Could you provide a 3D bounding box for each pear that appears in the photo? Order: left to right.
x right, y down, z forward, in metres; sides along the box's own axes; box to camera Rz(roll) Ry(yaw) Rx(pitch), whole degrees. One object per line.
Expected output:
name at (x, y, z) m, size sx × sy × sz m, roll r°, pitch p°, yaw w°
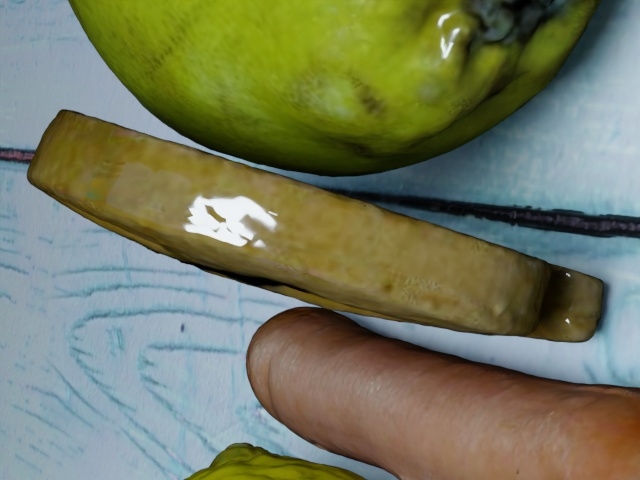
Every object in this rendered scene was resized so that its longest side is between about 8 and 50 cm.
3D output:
pear at (0.000, -0.214, 0.763) m, size 0.413 × 0.352 × 0.352 m, roll -118°, pitch 44°, yaw -56°

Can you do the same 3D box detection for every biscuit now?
biscuit at (0.000, 0.001, 0.753) m, size 0.367 × 0.314 × 0.063 m, roll -148°, pitch 77°, yaw -86°

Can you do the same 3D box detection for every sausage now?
sausage at (0.073, 0.104, 0.793) m, size 0.419 × 0.094 × 0.094 m, roll 9°, pitch 82°, yaw 60°

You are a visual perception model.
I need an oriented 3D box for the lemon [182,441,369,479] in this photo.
lemon at (-0.025, 0.260, 0.784) m, size 0.267 × 0.267 × 0.267 m, roll -16°, pitch 71°, yaw 57°
